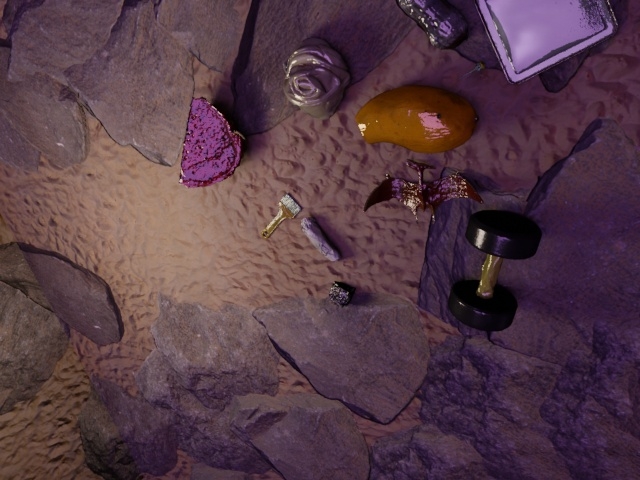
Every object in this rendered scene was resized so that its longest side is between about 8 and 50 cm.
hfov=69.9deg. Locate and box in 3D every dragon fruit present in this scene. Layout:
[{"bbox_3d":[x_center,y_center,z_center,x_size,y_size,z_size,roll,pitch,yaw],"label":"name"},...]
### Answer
[{"bbox_3d":[-0.368,-0.336,1.628,0.204,0.152,0.317,15,110,-6],"label":"dragon fruit"}]

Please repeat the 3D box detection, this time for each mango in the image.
[{"bbox_3d":[0.270,-0.353,1.327,0.359,0.144,0.187,14,114,21],"label":"mango"}]

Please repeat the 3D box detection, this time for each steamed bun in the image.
[{"bbox_3d":[-0.029,-0.490,1.397,0.211,0.144,0.218,38,121,5],"label":"steamed bun"}]

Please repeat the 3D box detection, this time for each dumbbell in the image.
[{"bbox_3d":[0.514,0.089,1.374,0.203,0.204,0.323,15,117,18],"label":"dumbbell"}]

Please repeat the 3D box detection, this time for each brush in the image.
[{"bbox_3d":[-0.159,-0.079,1.711,0.082,0.010,0.218,46,122,0],"label":"brush"}]

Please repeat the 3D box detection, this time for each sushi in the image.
[{"bbox_3d":[0.075,0.205,1.705,0.083,0.056,0.085,26,119,12],"label":"sushi"}]

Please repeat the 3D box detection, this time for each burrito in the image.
[{"bbox_3d":[0.000,0.001,1.648,0.064,0.064,0.203,-36,95,31],"label":"burrito"}]

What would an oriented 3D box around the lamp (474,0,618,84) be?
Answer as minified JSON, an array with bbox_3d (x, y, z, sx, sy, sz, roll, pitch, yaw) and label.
[{"bbox_3d":[0.562,-0.574,1.157,0.269,0.047,0.267,-23,102,30],"label":"lamp"}]

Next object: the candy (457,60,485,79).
[{"bbox_3d":[0.421,-0.470,1.281,0.083,0.023,0.025,-28,114,37],"label":"candy"}]

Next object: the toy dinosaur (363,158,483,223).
[{"bbox_3d":[0.322,-0.136,1.417,0.327,0.113,0.207,23,119,11],"label":"toy dinosaur"}]

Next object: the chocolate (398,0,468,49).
[{"bbox_3d":[0.295,-0.615,1.226,0.110,0.110,0.248,-36,94,32],"label":"chocolate"}]
